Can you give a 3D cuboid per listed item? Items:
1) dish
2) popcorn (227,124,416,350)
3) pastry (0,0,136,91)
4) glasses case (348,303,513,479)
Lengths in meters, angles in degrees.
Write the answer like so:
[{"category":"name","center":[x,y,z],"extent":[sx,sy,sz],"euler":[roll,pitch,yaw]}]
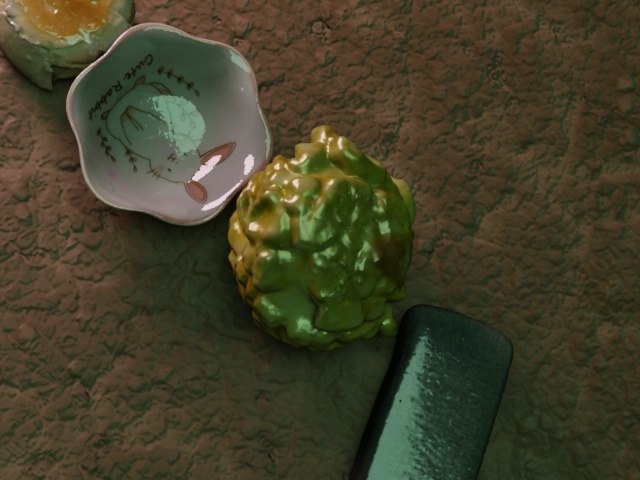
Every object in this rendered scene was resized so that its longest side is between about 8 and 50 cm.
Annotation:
[{"category":"dish","center":[-0.170,-0.120,1.709],"extent":[0.229,0.081,0.229],"euler":[3,78,-14]},{"category":"popcorn","center":[0.010,0.003,1.660],"extent":[0.216,0.181,0.235],"euler":[16,87,-21]},{"category":"pastry","center":[-0.285,-0.254,1.712],"extent":[0.166,0.088,0.166],"euler":[2,75,-8]},{"category":"glasses case","center":[0.107,0.233,1.685],"extent":[0.131,0.074,0.323],"euler":[22,74,-7]}]
